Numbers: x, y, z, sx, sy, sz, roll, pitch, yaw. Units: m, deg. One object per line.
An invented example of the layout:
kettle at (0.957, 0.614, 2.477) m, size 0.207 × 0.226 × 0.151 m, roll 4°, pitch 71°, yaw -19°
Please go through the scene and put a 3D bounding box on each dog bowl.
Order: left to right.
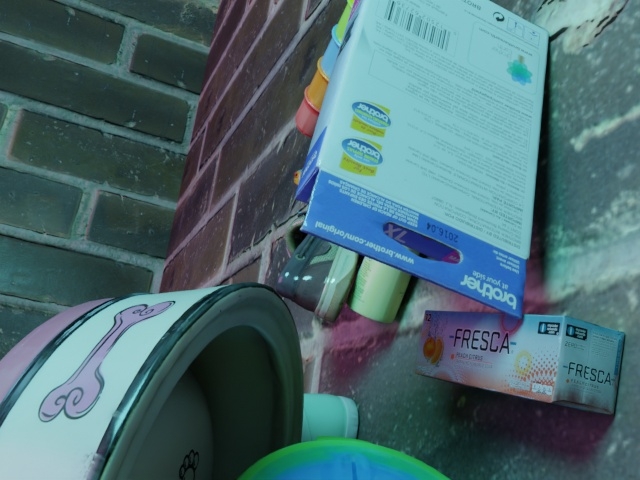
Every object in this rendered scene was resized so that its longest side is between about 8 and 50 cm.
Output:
dog bowl at (-0.150, 0.226, 0.545) m, size 0.408 × 0.150 × 0.408 m, roll 8°, pitch -90°, yaw -73°

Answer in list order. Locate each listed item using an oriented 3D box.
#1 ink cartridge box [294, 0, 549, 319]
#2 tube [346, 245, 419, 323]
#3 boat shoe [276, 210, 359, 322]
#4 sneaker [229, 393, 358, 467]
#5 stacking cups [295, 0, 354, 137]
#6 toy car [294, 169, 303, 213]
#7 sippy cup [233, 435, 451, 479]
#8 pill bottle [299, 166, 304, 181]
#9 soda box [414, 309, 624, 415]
ink cartridge box at (0.093, -0.095, 0.554) m, size 0.065 × 0.185 × 0.311 m, roll 132°, pitch 157°, yaw -56°
tube at (0.100, -0.024, 0.746) m, size 0.070 × 0.062 × 0.240 m, roll 28°, pitch 101°, yaw 39°
boat shoe at (0.000, 0.000, 0.859) m, size 0.285 × 0.092 × 0.103 m, roll -79°, pitch 12°, yaw -61°
sneaker at (-0.052, 0.304, 0.774) m, size 0.094 × 0.151 × 0.256 m, roll -13°, pitch 65°, yaw 65°
stacking cups at (0.042, -0.283, 1.021) m, size 0.316 × 0.096 × 0.096 m, roll 123°, pitch 153°, yaw -43°
toy car at (-0.022, -0.087, 1.120) m, size 0.122 × 0.040 × 0.060 m, roll -104°, pitch 35°, yaw -52°
sippy cup at (0.014, 0.323, 0.522) m, size 0.305 × 0.240 × 0.224 m, roll -27°, pitch -45°, yaw -56°
pill bottle at (0.019, -0.112, 0.993) m, size 0.120 × 0.067 × 0.067 m, roll 138°, pitch 142°, yaw -56°
soda box at (0.150, 0.093, 0.530) m, size 0.183 × 0.058 × 0.063 m, roll -10°, pitch 67°, yaw 67°
